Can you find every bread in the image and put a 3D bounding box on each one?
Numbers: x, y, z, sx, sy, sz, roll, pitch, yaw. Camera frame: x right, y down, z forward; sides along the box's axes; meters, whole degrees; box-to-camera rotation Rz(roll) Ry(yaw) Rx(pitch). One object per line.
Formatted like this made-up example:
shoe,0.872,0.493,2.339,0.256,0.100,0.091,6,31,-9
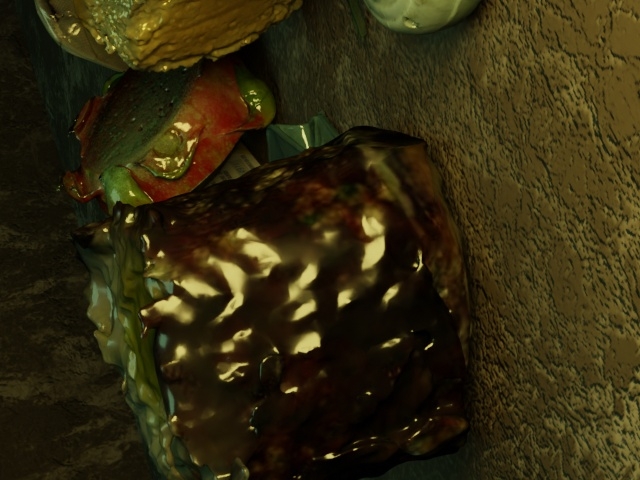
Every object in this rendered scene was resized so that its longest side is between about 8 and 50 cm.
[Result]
bread,-0.120,-0.263,1.357,0.121,0.245,0.174,58,156,26

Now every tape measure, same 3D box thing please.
tape measure,0.048,-0.207,1.116,0.330,0.084,0.164,123,137,-64

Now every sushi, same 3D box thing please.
sushi,-0.033,0.075,1.188,0.281,0.294,0.300,-27,80,68

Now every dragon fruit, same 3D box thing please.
dragon fruit,-0.182,-0.142,1.644,0.268,0.130,0.295,-5,57,48

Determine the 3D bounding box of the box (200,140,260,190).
box,-0.103,-0.001,1.702,0.265,0.097,0.168,-127,31,-54

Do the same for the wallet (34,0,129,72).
wallet,-0.275,-0.337,1.823,0.068,0.274,0.335,-32,64,35

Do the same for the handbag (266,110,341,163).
handbag,0.000,0.000,1.437,0.179,0.062,0.229,-125,28,-52
